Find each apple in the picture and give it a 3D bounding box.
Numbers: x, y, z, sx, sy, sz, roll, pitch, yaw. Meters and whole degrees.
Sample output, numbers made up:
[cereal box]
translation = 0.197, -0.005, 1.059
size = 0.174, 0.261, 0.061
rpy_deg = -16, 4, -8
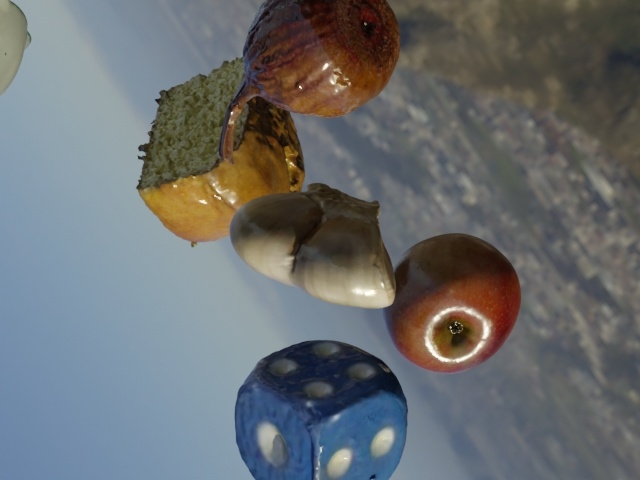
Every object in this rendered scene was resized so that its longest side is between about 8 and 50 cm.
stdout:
[apple]
translation = 0.169, 0.081, 2.190
size = 0.181, 0.181, 0.168
rpy_deg = 57, -172, -22

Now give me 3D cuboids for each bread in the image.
[bread]
translation = -0.126, -0.104, 2.378
size = 0.179, 0.194, 0.340
rpy_deg = 60, -162, -29

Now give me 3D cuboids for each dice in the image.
[dice]
translation = 0.002, 0.200, 1.866
size = 0.146, 0.146, 0.143
rpy_deg = 30, 126, 44

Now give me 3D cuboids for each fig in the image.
[fig]
translation = -0.027, -0.155, 1.510
size = 0.146, 0.201, 0.134
rpy_deg = -30, -90, -49

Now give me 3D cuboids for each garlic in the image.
[garlic]
translation = -0.004, 0.011, 1.654
size = 0.174, 0.099, 0.124
rpy_deg = 16, -156, 11

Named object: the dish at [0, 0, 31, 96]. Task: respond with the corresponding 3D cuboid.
[dish]
translation = -0.366, -0.145, 1.555
size = 0.224, 0.246, 0.078
rpy_deg = -38, 65, 49
